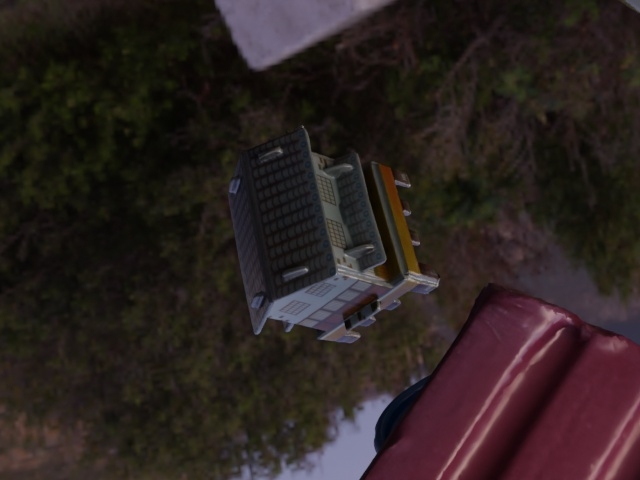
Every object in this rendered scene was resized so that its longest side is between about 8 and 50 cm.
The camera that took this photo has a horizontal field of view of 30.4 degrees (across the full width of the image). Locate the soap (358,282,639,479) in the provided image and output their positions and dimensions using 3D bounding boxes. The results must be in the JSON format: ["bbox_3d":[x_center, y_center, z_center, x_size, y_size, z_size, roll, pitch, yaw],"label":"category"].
[{"bbox_3d":[0.129,0.223,0.873,0.359,0.233,0.128,-52,173,-23],"label":"soap"}]

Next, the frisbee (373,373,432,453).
[{"bbox_3d":[0.174,0.189,1.233,0.242,0.045,0.242,-18,-163,6],"label":"frisbee"}]

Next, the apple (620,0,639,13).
[{"bbox_3d":[0.440,-0.381,1.329,0.292,0.292,0.254,-9,138,-15],"label":"apple"}]

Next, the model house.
[{"bbox_3d":[0.000,0.000,1.516,0.215,0.224,0.198,17,139,-41],"label":"model house"}]
